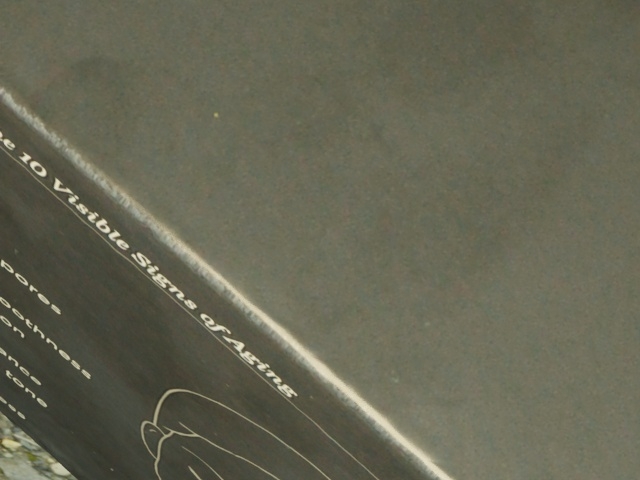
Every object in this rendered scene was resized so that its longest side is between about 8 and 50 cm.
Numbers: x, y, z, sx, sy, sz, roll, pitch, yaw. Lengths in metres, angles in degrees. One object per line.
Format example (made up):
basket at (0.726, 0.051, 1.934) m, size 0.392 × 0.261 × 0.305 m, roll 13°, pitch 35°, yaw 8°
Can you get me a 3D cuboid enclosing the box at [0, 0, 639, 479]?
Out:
box at (0.000, 0.000, 1.002) m, size 0.480 × 0.297 × 0.472 m, roll 41°, pitch 159°, yaw 1°
